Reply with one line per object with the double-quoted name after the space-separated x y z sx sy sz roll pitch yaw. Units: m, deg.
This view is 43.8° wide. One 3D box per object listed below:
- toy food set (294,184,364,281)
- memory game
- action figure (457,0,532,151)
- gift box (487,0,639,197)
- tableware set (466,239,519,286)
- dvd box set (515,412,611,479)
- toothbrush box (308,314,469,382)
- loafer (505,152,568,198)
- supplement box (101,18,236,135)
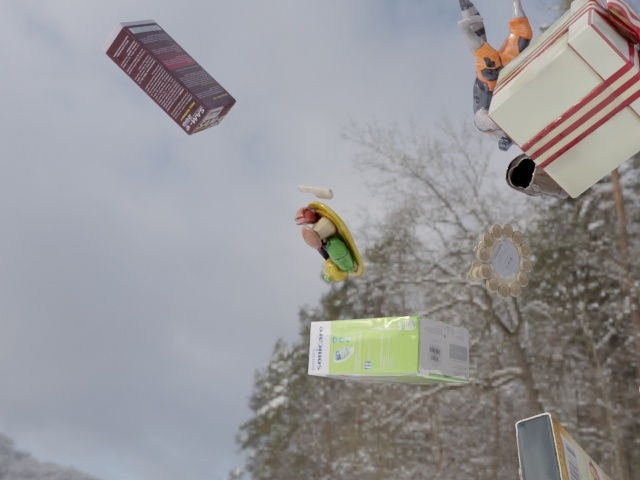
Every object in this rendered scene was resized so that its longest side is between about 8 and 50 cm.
0.000 0.000 1.498 0.128 0.071 0.218 22 -36 52 "toy food set"
0.446 0.049 1.928 0.186 0.186 0.012 19 -16 -31 "memory game"
0.390 -0.355 1.647 0.178 0.341 0.330 15 -47 33 "action figure"
0.461 -0.280 1.376 0.255 0.276 0.258 39 -53 -14 "gift box"
0.501 0.061 2.268 0.169 0.141 0.020 14 16 -19 "tableware set"
0.426 0.489 1.183 0.062 0.307 0.420 -26 -51 27 "dvd box set"
0.147 0.239 1.706 0.283 0.122 0.206 -6 -17 38 "toothbrush box"
0.596 -0.199 2.261 0.130 0.134 0.366 12 3 -8 "loafer"
-0.292 -0.320 1.548 0.239 0.130 0.073 44 -64 2 "supplement box"
